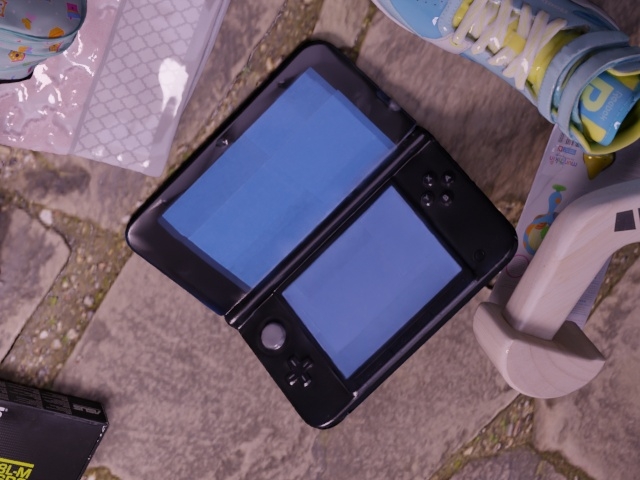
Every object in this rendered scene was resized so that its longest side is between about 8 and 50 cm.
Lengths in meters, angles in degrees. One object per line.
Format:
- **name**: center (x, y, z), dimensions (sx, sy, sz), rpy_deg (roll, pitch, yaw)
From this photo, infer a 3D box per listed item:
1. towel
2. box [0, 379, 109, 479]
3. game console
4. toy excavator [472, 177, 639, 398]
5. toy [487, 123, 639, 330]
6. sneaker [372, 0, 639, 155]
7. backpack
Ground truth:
- **towel**: center (-0.234, -0.228, 1.358), dimensions (0.317, 0.053, 0.332), rpy_deg (13, 115, -26)
- **box**: center (-0.347, 0.234, 1.613), dimensions (0.190, 0.045, 0.184), rpy_deg (19, 116, -29)
- **game console**: center (0.000, 0.000, 1.518), dimensions (0.293, 0.250, 0.173), rpy_deg (-45, 151, 11)
- **toy excavator**: center (0.382, -0.065, 1.566), dimensions (0.445, 0.222, 0.433), rpy_deg (-8, 122, -16)
- **toy**: center (0.261, -0.017, 1.660), dimensions (0.137, 0.056, 0.237), rpy_deg (11, 111, -27)
- **sneaker**: center (0.196, -0.189, 1.437), dimensions (0.319, 0.208, 0.127), rpy_deg (18, 115, -28)
- **backpack**: center (-0.283, -0.195, 1.236), dimensions (0.182, 0.152, 0.115), rpy_deg (12, 161, -39)
